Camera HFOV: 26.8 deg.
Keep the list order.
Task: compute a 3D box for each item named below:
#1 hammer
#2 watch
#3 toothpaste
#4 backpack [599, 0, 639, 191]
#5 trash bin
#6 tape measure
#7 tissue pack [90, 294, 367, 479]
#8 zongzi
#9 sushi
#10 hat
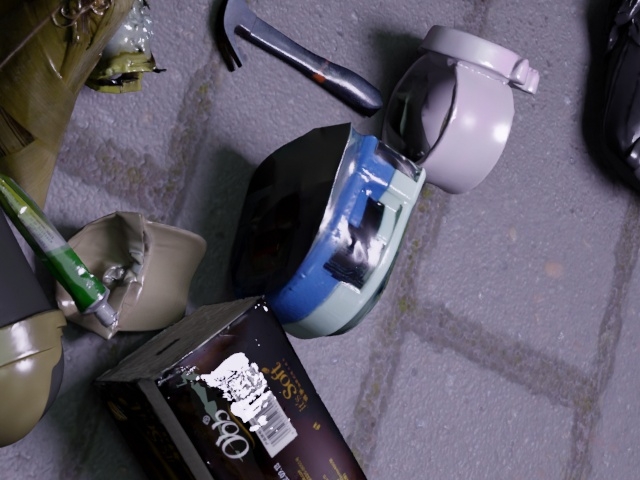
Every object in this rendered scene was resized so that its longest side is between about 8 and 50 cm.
[{"bbox_3d":[-0.027,-0.260,1.963,0.290,0.037,0.137,31,65,-23],"label":"hammer"},{"bbox_3d":[0.200,-0.189,2.008,0.196,0.244,0.231,16,94,-26],"label":"watch"},{"bbox_3d":[-0.331,0.005,1.640,0.047,0.078,0.248,-38,99,-5],"label":"toothpaste"},{"bbox_3d":[0.621,-0.251,2.246,0.363,0.255,0.445,22,72,-20],"label":"backpack"},{"bbox_3d":[-0.418,0.080,1.554,0.214,0.214,0.333,-23,85,-33],"label":"trash bin"},{"bbox_3d":[0.002,-0.001,1.796,0.138,0.259,0.262,23,69,-25],"label":"tape measure"},{"bbox_3d":[-0.097,0.268,1.704,0.210,0.198,0.370,-35,104,-30],"label":"tissue pack"},{"bbox_3d":[-0.315,-0.179,1.643,0.145,0.274,0.300,-35,104,-61],"label":"zongzi"},{"bbox_3d":[-0.307,-0.325,1.744,0.139,0.131,0.291,-19,91,-45],"label":"sushi"},{"bbox_3d":[-0.249,0.038,1.755,0.144,0.173,0.166,20,95,15],"label":"hat"}]
